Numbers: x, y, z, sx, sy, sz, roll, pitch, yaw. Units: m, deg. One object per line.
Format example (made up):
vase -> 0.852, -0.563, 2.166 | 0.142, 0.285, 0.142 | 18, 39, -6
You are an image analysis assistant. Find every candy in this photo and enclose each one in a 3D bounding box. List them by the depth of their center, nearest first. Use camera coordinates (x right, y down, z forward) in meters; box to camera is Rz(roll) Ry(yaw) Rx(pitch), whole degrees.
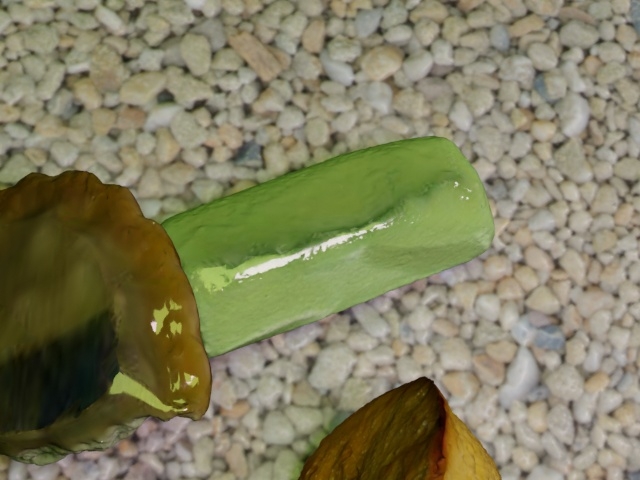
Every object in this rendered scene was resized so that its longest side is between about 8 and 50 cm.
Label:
candy -> 0.000, 0.000, 1.330 | 0.343, 0.132, 0.142 | -19, 31, -16

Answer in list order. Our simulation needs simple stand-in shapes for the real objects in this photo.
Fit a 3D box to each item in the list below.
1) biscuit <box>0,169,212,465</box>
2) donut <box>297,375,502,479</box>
biscuit -> -0.271, 0.098, 1.223 | 0.335, 0.078, 0.329 | -40, 60, 2
donut -> 0.047, 0.267, 1.159 | 0.110, 0.303, 0.303 | 39, 68, -14
